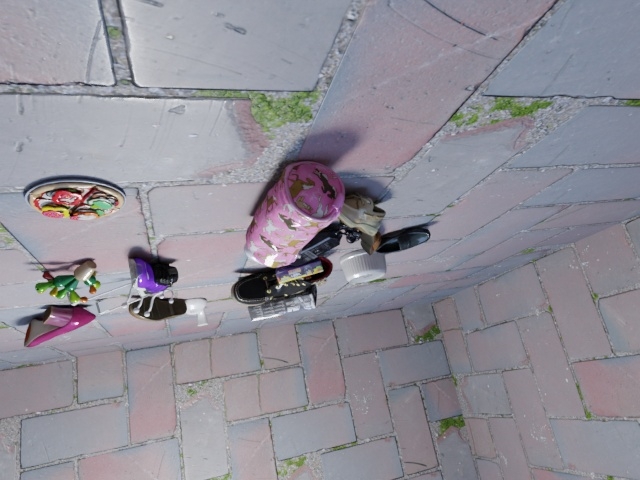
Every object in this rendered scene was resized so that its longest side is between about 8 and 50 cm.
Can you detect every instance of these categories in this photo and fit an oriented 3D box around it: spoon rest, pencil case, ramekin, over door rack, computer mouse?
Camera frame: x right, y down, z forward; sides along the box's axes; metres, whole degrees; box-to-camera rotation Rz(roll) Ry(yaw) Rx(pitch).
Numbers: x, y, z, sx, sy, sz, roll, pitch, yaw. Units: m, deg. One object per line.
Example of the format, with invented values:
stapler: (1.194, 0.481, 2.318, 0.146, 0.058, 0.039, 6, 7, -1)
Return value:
spoon rest: (-0.633, 0.349, 2.254, 0.137, 0.084, 0.276, -10, 149, -7)
pencil case: (-0.078, -0.056, 1.166, 0.167, 0.160, 0.386, -3, 160, -24)
ramekin: (0.194, 0.115, 1.956, 0.207, 0.109, 0.207, -10, 163, -3)
over door rack: (-0.771, 0.241, 1.745, 0.324, 0.108, 0.239, -10, 162, -3)
computer mouse: (0.000, 0.000, 1.555, 0.272, 0.072, 0.188, -27, 158, 7)

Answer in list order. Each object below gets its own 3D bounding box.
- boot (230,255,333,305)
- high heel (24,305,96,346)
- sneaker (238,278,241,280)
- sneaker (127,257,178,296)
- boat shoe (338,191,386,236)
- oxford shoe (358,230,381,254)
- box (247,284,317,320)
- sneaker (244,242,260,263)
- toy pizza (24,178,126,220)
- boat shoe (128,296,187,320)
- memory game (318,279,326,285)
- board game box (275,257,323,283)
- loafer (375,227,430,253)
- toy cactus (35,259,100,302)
boot: (-0.153, 0.162, 1.834, 0.377, 0.138, 0.284, -3, 162, -36)
high heel: (-1.140, 0.388, 1.921, 0.377, 0.127, 0.181, -28, 146, 35)
sneaker: (-0.336, 0.197, 1.928, 0.069, 0.038, 0.098, 5, -158, -27)
sneaker: (-0.562, 0.113, 1.510, 0.146, 0.102, 0.293, -10, 168, -17)
boat shoe: (0.099, -0.094, 1.282, 0.098, 0.109, 0.302, -55, 146, 9)
oxford shoe: (0.189, -0.017, 1.641, 0.076, 0.076, 0.212, -40, 162, -8)
box: (-0.173, 0.276, 2.109, 0.307, 0.077, 0.242, -12, -167, 3)
sneaker: (-0.186, 0.055, 1.551, 0.091, 0.094, 0.258, -23, 159, 28)
toy pizza: (-0.545, -0.082, 0.997, 0.201, 0.032, 0.201, -10, 162, -3)
boat shoe: (-0.749, 0.322, 2.004, 0.104, 0.111, 0.307, -21, 160, 24)
memory game: (-0.057, 0.231, 2.322, 0.186, 0.012, 0.186, -11, 162, -4)
board game box: (-0.083, 0.090, 1.662, 0.170, 0.048, 0.141, -16, -159, -2)
loafer: (0.319, 0.009, 1.728, 0.223, 0.076, 0.078, -15, -158, 17)
toy cactus: (-0.782, 0.121, 1.417, 0.180, 0.112, 0.219, -38, 152, 17)
